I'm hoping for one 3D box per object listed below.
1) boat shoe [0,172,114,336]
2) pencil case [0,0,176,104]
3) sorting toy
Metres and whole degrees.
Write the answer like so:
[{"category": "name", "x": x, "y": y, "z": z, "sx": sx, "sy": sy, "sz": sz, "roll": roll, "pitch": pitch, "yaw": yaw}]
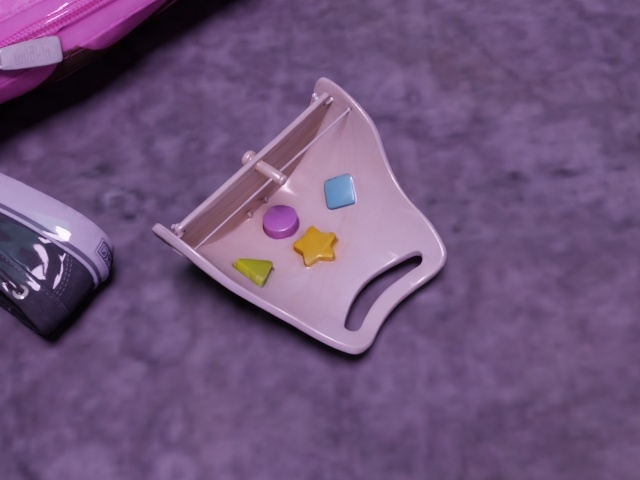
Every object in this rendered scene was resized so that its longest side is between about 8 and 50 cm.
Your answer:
[{"category": "boat shoe", "x": -0.141, "y": -0.009, "z": 0.393, "sx": 0.142, "sy": 0.049, "sz": 0.040, "roll": 22, "pitch": 62, "yaw": 17}, {"category": "pencil case", "x": -0.080, "y": -0.119, "z": 0.435, "sx": 0.209, "sy": 0.095, "sz": 0.098, "roll": -36, "pitch": 34, "yaw": -17}, {"category": "sorting toy", "x": 0.000, "y": 0.000, "z": 0.377, "sx": 0.075, "sy": 0.045, "sz": 0.083, "roll": 38, "pitch": 67, "yaw": 19}]
